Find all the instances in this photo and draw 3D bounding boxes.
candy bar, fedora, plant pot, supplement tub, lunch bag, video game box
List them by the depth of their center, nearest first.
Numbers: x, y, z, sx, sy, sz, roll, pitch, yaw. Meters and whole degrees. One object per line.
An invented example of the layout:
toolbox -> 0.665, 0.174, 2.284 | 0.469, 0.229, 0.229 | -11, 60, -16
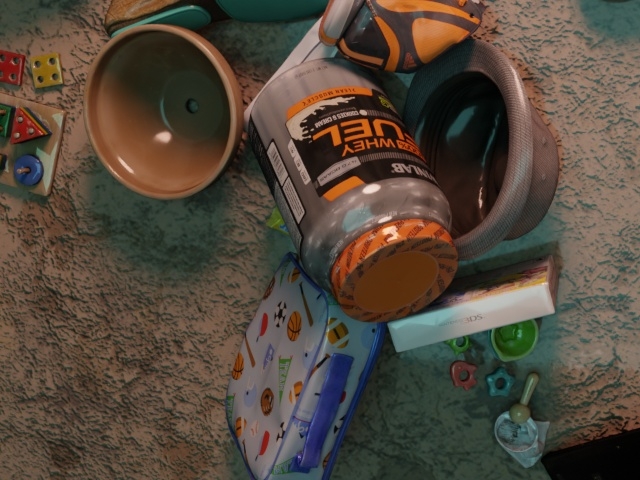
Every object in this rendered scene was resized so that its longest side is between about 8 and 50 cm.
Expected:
supplement tub -> 0.041, -0.064, 1.350 | 0.194, 0.194, 0.316 | -38, 51, 16
fedora -> 0.216, -0.108, 1.381 | 0.244, 0.124, 0.275 | -27, 62, 51
video game box -> 0.203, 0.079, 1.402 | 0.205, 0.187, 0.048 | -16, 94, 17
lunch bag -> -0.023, 0.182, 1.446 | 0.115, 0.243, 0.303 | 12, 105, -25
plant pot -> -0.200, -0.182, 1.500 | 0.238, 0.110, 0.237 | 6, 106, 21
candy bar -> 0.000, 0.000, 1.531 | 0.162, 0.018, 0.040 | 30, 104, 9

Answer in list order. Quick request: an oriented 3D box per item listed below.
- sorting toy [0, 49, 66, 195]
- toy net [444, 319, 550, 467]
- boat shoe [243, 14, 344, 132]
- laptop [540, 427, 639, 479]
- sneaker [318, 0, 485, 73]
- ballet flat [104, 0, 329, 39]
sorting toy -> -0.456, -0.153, 1.612 | 0.132, 0.046, 0.274 | 17, 101, 11
toy net -> 0.248, 0.208, 1.454 | 0.122, 0.045, 0.232 | -19, 101, -13
boat shoe -> -0.003, -0.226, 1.470 | 0.084, 0.095, 0.258 | 43, 116, 1
laptop -> 0.588, 0.356, 1.432 | 0.408, 0.236, 0.381 | -30, 89, 45
sneaker -> 0.138, -0.358, 1.346 | 0.180, 0.124, 0.321 | 23, 104, -8
ballet flat -> -0.140, -0.351, 1.482 | 0.343, 0.116, 0.124 | -9, 73, 20
